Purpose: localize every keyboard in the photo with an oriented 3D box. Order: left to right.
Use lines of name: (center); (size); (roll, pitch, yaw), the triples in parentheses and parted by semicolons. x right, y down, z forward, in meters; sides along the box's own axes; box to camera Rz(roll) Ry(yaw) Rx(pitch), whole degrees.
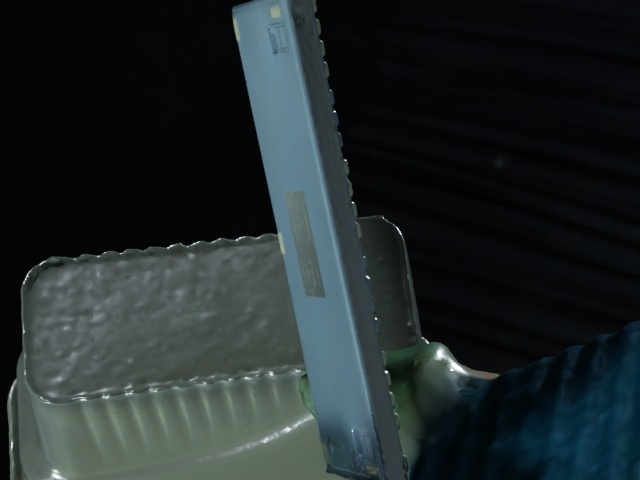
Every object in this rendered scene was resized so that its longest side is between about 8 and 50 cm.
keyboard: (-0.001, 0.000, 0.699); (0.014, 0.055, 0.176); (-14, -85, -25)

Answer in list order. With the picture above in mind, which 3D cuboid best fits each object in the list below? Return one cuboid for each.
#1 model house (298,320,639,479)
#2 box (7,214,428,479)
model house: (0.084, 0.181, 0.733); (0.312, 0.280, 0.245); (-71, -7, -55)
box: (-0.064, 0.080, 1.184); (0.178, 0.274, 0.138); (84, 177, -59)
